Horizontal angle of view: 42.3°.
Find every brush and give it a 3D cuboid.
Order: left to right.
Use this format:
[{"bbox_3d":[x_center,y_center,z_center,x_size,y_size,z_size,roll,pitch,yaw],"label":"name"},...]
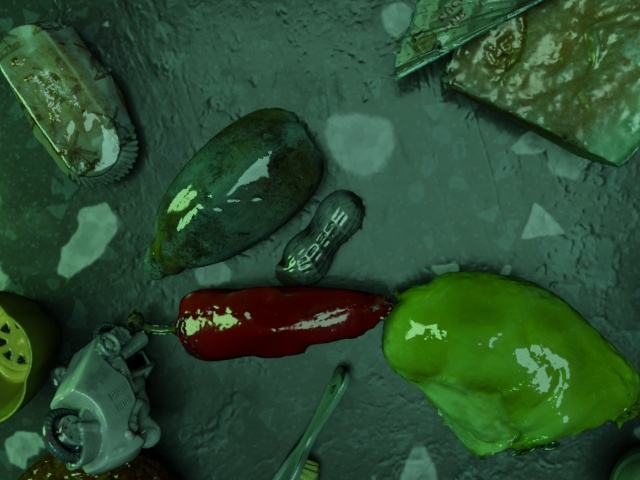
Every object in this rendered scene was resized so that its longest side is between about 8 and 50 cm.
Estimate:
[{"bbox_3d":[-0.016,0.324,1.219,0.060,0.068,0.297,28,94,-16],"label":"brush"}]

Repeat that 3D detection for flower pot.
[{"bbox_3d":[-0.471,0.158,1.190,0.195,0.179,0.195,0,93,4],"label":"flower pot"}]

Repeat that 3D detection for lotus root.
[{"bbox_3d":[-0.139,-0.051,1.167,0.322,0.140,0.158,-40,89,9],"label":"lotus root"}]

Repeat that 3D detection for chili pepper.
[{"bbox_3d":[-0.088,0.111,1.169,0.387,0.110,0.110,-7,92,19],"label":"chili pepper"}]

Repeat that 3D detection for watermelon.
[{"bbox_3d":[0.355,-0.256,1.117,0.302,0.151,0.264,27,97,23],"label":"watermelon"}]

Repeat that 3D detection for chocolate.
[{"bbox_3d":[0.000,0.000,1.190,0.072,0.072,0.167,37,93,3],"label":"chocolate"}]

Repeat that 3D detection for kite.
[{"bbox_3d":[0.196,-0.392,1.118,0.368,0.014,0.406,18,84,25],"label":"kite"}]

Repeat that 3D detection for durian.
[{"bbox_3d":[0.246,0.167,1.112,0.256,0.204,0.340,-43,88,18],"label":"durian"}]

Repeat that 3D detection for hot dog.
[{"bbox_3d":[-0.365,-0.203,1.214,0.144,0.075,0.268,-30,86,2],"label":"hot dog"}]

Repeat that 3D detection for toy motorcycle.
[{"bbox_3d":[-0.289,0.229,1.149,0.110,0.260,0.171,-34,112,22],"label":"toy motorcycle"}]

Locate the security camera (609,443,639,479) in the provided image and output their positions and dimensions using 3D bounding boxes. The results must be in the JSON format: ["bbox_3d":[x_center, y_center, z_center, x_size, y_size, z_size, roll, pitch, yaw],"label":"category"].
[{"bbox_3d":[0.460,0.402,1.108,0.196,0.191,0.277,10,93,6],"label":"security camera"}]

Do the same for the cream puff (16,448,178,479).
[{"bbox_3d":[-0.323,0.439,1.176,0.302,0.212,0.303,0,96,2],"label":"cream puff"}]
